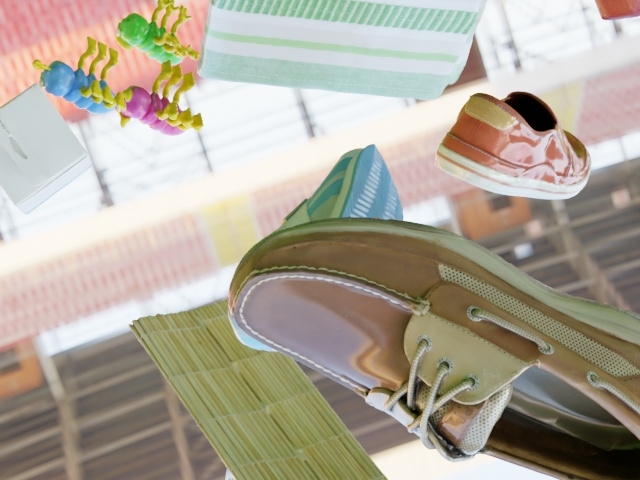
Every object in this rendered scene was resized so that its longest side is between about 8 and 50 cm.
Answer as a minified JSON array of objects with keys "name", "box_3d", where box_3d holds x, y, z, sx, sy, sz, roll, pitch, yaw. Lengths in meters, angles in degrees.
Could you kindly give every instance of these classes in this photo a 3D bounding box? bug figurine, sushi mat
[{"name":"bug figurine","box_3d":[-0.224,-0.207,1.751,0.072,0.216,0.279,-40,-140,29]},{"name":"sushi mat","box_3d":[-0.063,0.173,1.669,0.151,0.019,0.316,-9,-136,-36]}]

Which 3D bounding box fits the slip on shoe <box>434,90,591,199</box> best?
[{"name":"slip on shoe","box_3d":[0.231,-0.112,1.808,0.123,0.101,0.331,28,-166,24]}]

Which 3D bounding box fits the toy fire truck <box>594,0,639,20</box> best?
[{"name":"toy fire truck","box_3d":[0.425,-0.309,1.533,0.254,0.169,0.302,1,-144,50]}]

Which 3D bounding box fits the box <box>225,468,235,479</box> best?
[{"name":"box","box_3d":[-0.081,0.233,1.861,0.036,0.114,0.207,9,-149,1]}]

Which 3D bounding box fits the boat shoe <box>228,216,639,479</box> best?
[{"name":"boat shoe","box_3d":[0.095,0.080,1.061,0.324,0.123,0.116,16,-141,-4]}]

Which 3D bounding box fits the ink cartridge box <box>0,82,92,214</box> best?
[{"name":"ink cartridge box","box_3d":[-0.291,-0.091,1.627,0.090,0.092,0.143,-37,-177,-7]}]

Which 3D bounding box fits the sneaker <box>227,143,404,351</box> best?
[{"name":"sneaker","box_3d":[0.000,0.000,1.268,0.092,0.087,0.229,-13,-153,29]}]

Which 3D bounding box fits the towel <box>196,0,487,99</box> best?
[{"name":"towel","box_3d":[0.031,-0.227,1.405,0.248,0.038,0.325,4,153,-8]}]
